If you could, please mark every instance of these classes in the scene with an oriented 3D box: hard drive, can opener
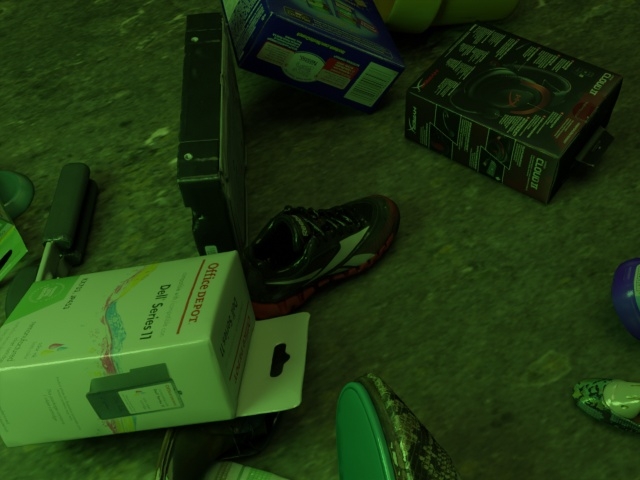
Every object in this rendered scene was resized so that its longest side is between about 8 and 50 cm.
[{"bbox_3d":[-0.150,-0.136,1.119,0.064,0.236,0.338,-6,51,-1],"label":"hard drive"},{"bbox_3d":[-0.394,0.002,1.132,0.093,0.074,0.280,0,52,6],"label":"can opener"}]

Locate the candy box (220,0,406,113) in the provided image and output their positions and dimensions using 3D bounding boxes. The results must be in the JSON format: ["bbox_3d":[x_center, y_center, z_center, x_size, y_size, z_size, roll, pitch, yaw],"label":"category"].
[{"bbox_3d":[-0.030,-0.391,1.300,0.268,0.122,0.317,13,45,-34],"label":"candy box"}]

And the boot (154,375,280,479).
[{"bbox_3d":[-0.115,0.230,0.912,0.106,0.082,0.219,5,41,13],"label":"boot"}]

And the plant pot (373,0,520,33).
[{"bbox_3d":[0.231,-0.492,1.378,0.239,0.254,0.254,4,51,-13],"label":"plant pot"}]

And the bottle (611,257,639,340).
[{"bbox_3d":[0.503,0.060,0.915,0.283,0.118,0.092,-12,41,42],"label":"bottle"}]

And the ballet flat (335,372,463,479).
[{"bbox_3d":[0.113,0.376,0.777,0.182,0.164,0.482,8,56,-16],"label":"ballet flat"}]

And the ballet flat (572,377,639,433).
[{"bbox_3d":[0.402,0.203,0.924,0.188,0.070,0.070,19,56,18],"label":"ballet flat"}]

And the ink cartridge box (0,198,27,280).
[{"bbox_3d":[-0.527,-0.024,1.144,0.109,0.062,0.209,-45,58,6],"label":"ink cartridge box"}]

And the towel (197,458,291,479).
[{"bbox_3d":[-0.104,0.319,0.903,0.152,0.023,0.113,12,52,16],"label":"towel"}]

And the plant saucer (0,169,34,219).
[{"bbox_3d":[-0.523,-0.073,1.234,0.119,0.021,0.119,-2,52,2],"label":"plant saucer"}]

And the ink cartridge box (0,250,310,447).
[{"bbox_3d":[-0.199,0.120,0.927,0.354,0.119,0.207,-9,27,7],"label":"ink cartridge box"}]

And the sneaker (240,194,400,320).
[{"bbox_3d":[0.000,0.000,1.067,0.276,0.135,0.097,-30,54,-19],"label":"sneaker"}]

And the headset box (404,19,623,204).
[{"bbox_3d":[0.313,-0.204,1.215,0.293,0.110,0.218,29,60,24],"label":"headset box"}]
